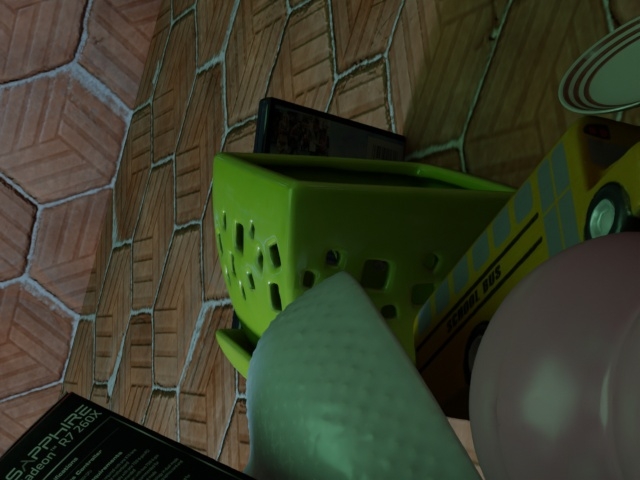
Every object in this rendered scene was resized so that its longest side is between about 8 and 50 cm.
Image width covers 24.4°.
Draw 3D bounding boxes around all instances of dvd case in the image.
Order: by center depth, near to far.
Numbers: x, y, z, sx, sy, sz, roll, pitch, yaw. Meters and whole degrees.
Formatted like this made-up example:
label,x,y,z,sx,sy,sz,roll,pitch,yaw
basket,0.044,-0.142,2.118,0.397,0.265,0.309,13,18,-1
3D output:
label,x,y,z,sx,sy,sz,roll,pitch,yaw
dvd case,0.000,0.000,1.460,0.022,0.180,0.253,-3,77,51

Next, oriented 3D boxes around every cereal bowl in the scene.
label,x,y,z,sx,sy,sz,roll,pitch,yaw
cereal bowl,0.044,0.198,1.040,0.339,0.141,0.339,60,179,2

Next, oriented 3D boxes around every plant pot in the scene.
label,x,y,z,sx,sy,sz,roll,pitch,yaw
plant pot,0.031,0.039,1.305,0.227,0.228,0.207,-152,67,-67

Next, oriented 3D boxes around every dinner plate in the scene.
label,x,y,z,sx,sy,sz,roll,pitch,yaw
dinner plate,0.230,-0.124,1.016,0.141,0.017,0.141,-28,24,14

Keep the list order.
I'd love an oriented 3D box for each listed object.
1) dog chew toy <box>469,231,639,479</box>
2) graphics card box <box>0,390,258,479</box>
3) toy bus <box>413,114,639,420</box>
label,x,y,z,sx,sy,sz,roll,pitch,yaw
dog chew toy,0.228,0.091,0.793,0.332,0.207,0.206,-9,72,60
graphics card box,-0.025,0.253,0.903,0.371,0.094,0.232,18,138,35
toy bus,0.184,0.025,1.055,0.332,0.108,0.130,124,151,-49
